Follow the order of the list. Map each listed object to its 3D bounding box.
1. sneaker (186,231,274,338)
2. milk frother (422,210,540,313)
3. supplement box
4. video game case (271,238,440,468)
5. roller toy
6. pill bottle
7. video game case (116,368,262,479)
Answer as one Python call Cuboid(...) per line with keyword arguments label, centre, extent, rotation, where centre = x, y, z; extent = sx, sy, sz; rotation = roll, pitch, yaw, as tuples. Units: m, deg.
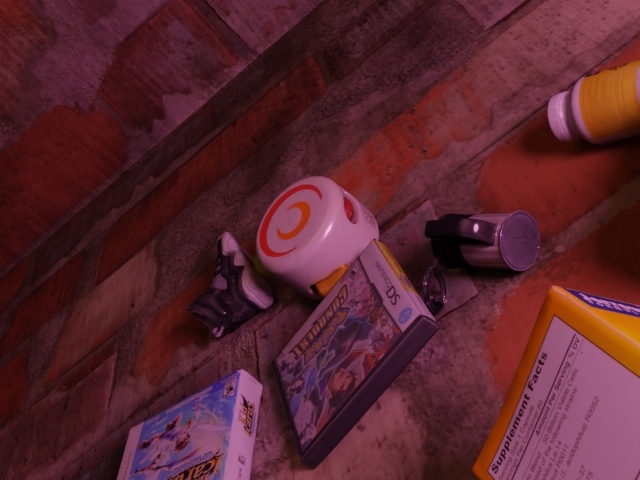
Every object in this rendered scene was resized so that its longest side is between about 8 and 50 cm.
Cuboid(label="sneaker", centre=(-0.192, 0.088, 1.607), extent=(0.153, 0.101, 0.268), rotation=(-41, 30, 2))
Cuboid(label="milk frother", centre=(0.217, 0.032, 1.161), extent=(0.135, 0.129, 0.143), rotation=(-1, 94, 54))
Cuboid(label="supplement box", centre=(0.307, 0.202, 0.616), extent=(0.194, 0.195, 0.356), rotation=(-71, 24, 14))
Cuboid(label="video game case", centre=(0.039, 0.158, 1.224), extent=(0.275, 0.035, 0.248), rotation=(-51, 26, 13))
Cuboid(label="roller toy", centre=(0.000, 0.000, 1.422), extent=(0.209, 0.146, 0.191), rotation=(11, 69, 51))
Cuboid(label="pill bottle", centre=(0.419, -0.193, 1.160), extent=(0.184, 0.103, 0.103), rotation=(-10, 43, 47))
Cuboid(label="video game case", centre=(-0.222, 0.362, 1.324), extent=(0.269, 0.061, 0.244), rotation=(-31, 31, 24))
